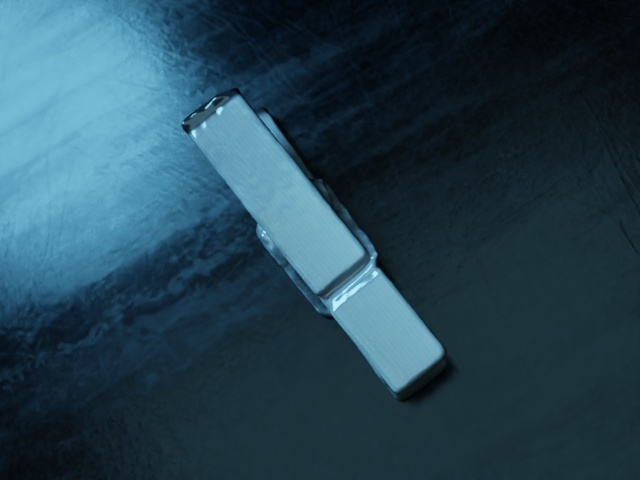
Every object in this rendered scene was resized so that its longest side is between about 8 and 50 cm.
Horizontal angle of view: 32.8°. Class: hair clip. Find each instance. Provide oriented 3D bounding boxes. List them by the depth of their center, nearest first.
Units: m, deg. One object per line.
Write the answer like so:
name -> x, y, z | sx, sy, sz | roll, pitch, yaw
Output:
hair clip -> -0.003, 0.003, 1.033 | 0.085, 0.101, 0.331 | -35, 76, -2
